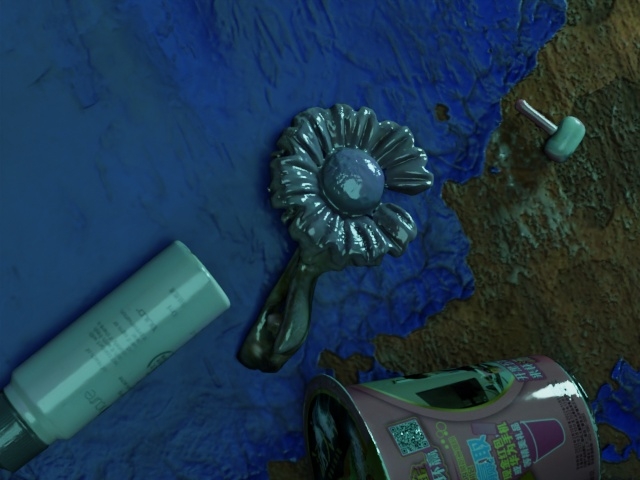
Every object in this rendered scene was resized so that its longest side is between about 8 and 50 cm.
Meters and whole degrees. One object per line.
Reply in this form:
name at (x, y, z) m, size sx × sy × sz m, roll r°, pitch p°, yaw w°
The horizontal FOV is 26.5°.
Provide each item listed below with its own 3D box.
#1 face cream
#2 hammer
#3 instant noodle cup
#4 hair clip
face cream at (-0.234, 0.128, 1.342) m, size 0.311 × 0.092 × 0.092 m, roll -39°, pitch 101°, yaw -10°
hammer at (0.245, -0.125, 1.478) m, size 0.083 × 0.031 × 0.052 m, roll 36°, pitch 81°, yaw -6°
instant noodle cup at (0.138, 0.222, 1.382) m, size 0.255 × 0.244 × 0.244 m, roll -13°, pitch 96°, yaw -19°
hair clip at (0.001, 0.002, 1.404) m, size 0.173 × 0.069 × 0.300 m, roll 25°, pitch 87°, yaw -13°
